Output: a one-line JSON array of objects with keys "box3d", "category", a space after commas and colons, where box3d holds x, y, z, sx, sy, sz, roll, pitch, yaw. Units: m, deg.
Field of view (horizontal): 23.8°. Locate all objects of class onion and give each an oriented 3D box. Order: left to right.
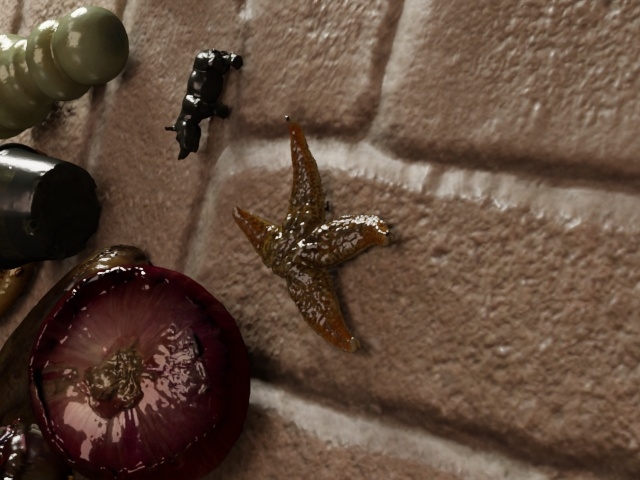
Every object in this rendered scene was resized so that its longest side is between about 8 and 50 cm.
[{"box3d": [-0.184, 0.144, 1.588, 0.248, 0.161, 0.248, -2, 86, 25], "category": "onion"}]

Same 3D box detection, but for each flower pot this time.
[{"box3d": [-0.343, -0.039, 1.845, 0.107, 0.157, 0.157, 5, 81, 37], "category": "flower pot"}]

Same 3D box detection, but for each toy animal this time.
[{"box3d": [-0.137, -0.155, 1.730, 0.065, 0.047, 0.135, 20, 94, 54], "category": "toy animal"}]

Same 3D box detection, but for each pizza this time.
[{"box3d": [-0.407, 0.002, 1.960, 0.127, 0.058, 0.246, 39, 104, 47], "category": "pizza"}]

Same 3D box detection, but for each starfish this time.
[{"box3d": [0.002, -0.001, 1.530, 0.138, 0.050, 0.247, -55, 51, 18], "category": "starfish"}]

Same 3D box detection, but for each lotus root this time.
[{"box3d": [-0.322, 0.127, 1.814, 0.329, 0.078, 0.167, -43, 48, 30], "category": "lotus root"}]

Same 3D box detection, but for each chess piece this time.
[{"box3d": [-0.341, -0.223, 1.929, 0.243, 0.133, 0.133, -16, 65, 36], "category": "chess piece"}]

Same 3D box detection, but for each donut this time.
[{"box3d": [-0.331, 0.330, 1.671, 0.270, 0.103, 0.269, -170, 90, -79], "category": "donut"}]
